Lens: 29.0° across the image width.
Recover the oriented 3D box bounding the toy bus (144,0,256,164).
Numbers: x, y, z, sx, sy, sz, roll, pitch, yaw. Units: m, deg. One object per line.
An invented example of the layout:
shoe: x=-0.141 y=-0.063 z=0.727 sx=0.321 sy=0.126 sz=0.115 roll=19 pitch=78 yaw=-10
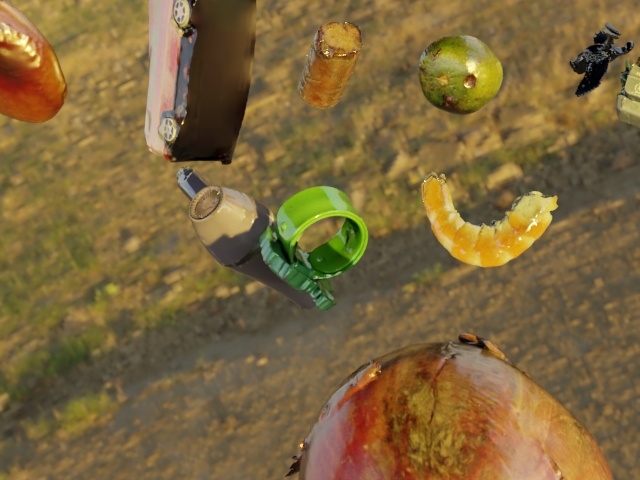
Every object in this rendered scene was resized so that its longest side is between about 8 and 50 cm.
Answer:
toy bus: x=-0.184 y=-0.265 z=1.855 sx=0.128 sy=0.302 sz=0.147 roll=-7 pitch=23 yaw=-35

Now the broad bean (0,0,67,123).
broad bean: x=-0.348 y=-0.202 z=1.380 sx=0.114 sy=0.165 sz=0.084 roll=-16 pitch=32 yaw=43

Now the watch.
watch: x=0.000 y=0.000 z=1.859 sx=0.152 sy=0.165 sz=0.131 roll=-46 pitch=40 yaw=12

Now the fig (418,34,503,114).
fig: x=0.223 y=-0.257 z=1.870 sx=0.123 sy=0.123 sz=0.156 roll=-8 pitch=17 yaw=38

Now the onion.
onion: x=0.129 y=0.275 z=1.284 sx=0.354 sy=0.353 sz=0.353 roll=-22 pitch=21 yaw=9

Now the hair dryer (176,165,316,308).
hair dryer: x=-0.154 y=-0.041 z=2.122 sx=0.121 sy=0.301 sz=0.361 roll=-46 pitch=42 yaw=1

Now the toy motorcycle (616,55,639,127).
toy motorcycle: x=0.557 y=-0.176 z=1.808 sx=0.275 sy=0.125 sz=0.187 roll=24 pitch=80 yaw=20

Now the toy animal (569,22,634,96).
toy animal: x=0.473 y=-0.313 z=2.093 sx=0.108 sy=0.062 sz=0.220 roll=-48 pitch=10 yaw=39

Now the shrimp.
shrimp: x=0.224 y=-0.049 z=1.686 sx=0.161 sy=0.166 sz=0.049 roll=-40 pitch=-8 yaw=5

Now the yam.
yam: x=0.015 y=-0.272 z=1.909 sx=0.079 sy=0.079 sz=0.141 roll=-37 pitch=-15 yaw=-29
